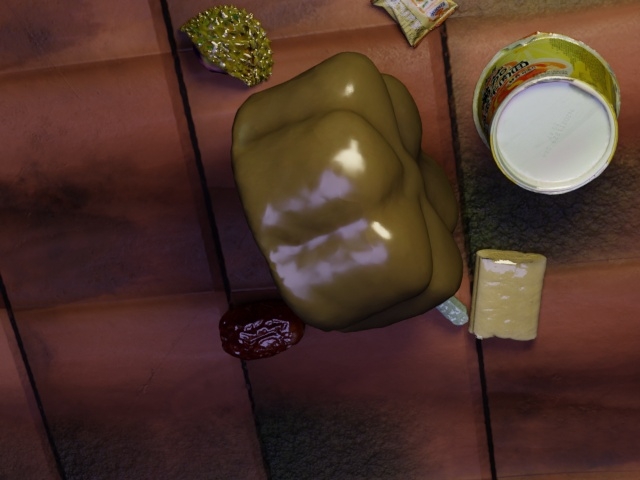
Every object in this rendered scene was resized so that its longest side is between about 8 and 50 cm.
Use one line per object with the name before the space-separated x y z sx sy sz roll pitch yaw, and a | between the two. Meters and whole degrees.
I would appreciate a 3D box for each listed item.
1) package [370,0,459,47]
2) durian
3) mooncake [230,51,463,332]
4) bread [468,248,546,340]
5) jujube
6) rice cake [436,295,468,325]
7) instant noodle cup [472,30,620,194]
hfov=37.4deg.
package | 0.165 -0.414 1.654 0.108 0.031 0.121 -40 107 23
durian | -0.162 -0.351 1.693 0.187 0.108 0.119 40 114 -9
mooncake | 0.056 -0.073 1.601 0.262 0.467 0.467 -19 109 20
bread | 0.361 0.107 1.832 0.139 0.060 0.178 3 114 8
jujube | -0.119 0.182 1.921 0.176 0.109 0.112 -9 145 11
rice cake | 0.200 0.078 1.855 0.245 0.045 0.042 43 113 -10
instant noodle cup | 0.391 -0.204 1.615 0.264 0.200 0.264 3 115 7
